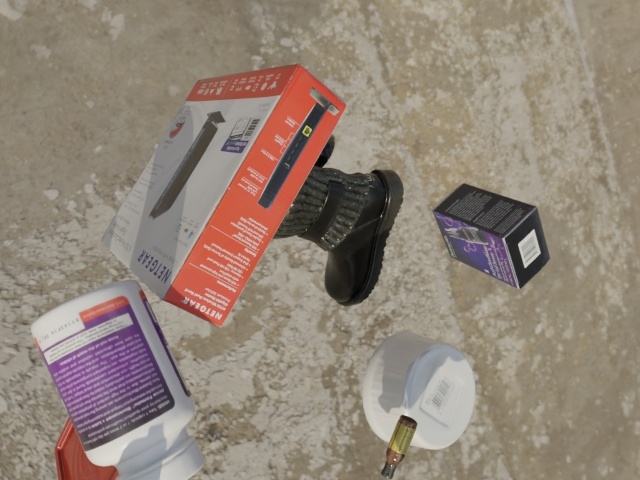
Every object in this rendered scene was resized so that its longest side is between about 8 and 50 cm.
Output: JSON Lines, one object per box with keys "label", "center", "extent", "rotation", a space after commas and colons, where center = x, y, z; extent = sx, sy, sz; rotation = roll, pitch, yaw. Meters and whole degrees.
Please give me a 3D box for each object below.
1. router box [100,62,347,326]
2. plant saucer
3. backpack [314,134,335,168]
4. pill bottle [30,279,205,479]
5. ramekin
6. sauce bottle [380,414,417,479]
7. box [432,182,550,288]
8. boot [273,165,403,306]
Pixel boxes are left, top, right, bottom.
{"label": "router box", "center": [-0.150, -0.079, 0.761], "extent": [0.082, 0.335, 0.301], "rotation": [33, 82, -33]}
{"label": "plant saucer", "center": [-0.324, 0.313, 0.829], "extent": [0.048, 0.258, 0.259], "rotation": [16, 112, -39]}
{"label": "backpack", "center": [-0.057, -0.237, 1.195], "extent": [0.182, 0.152, 0.115], "rotation": [38, 106, -15]}
{"label": "pill bottle", "center": [-0.188, 0.145, 0.546], "extent": [0.108, 0.108, 0.193], "rotation": [-23, 85, -37]}
{"label": "ramekin", "center": [0.248, 0.366, 1.367], "extent": [0.277, 0.135, 0.277], "rotation": [2, 86, -36]}
{"label": "sauce bottle", "center": [0.157, 0.421, 1.151], "extent": [0.042, 0.042, 0.128], "rotation": [19, 96, -34]}
{"label": "box", "center": [0.365, -0.014, 1.217], "extent": [0.108, 0.207, 0.153], "rotation": [-40, 125, -15]}
{"label": "boot", "center": [-0.002, -0.003, 1.146], "extent": [0.260, 0.131, 0.348], "rotation": [-4, 125, -29]}
